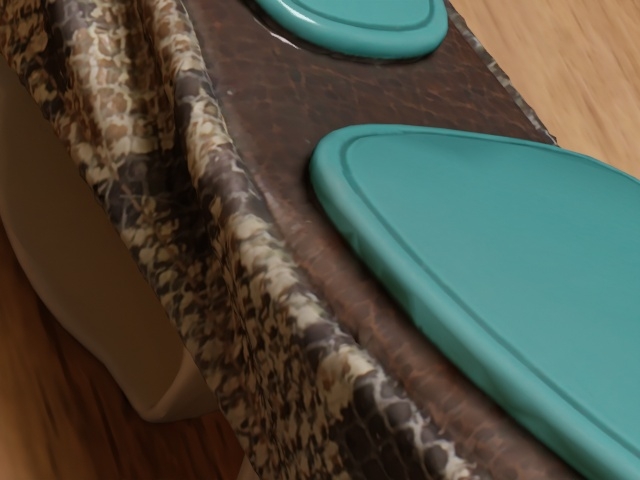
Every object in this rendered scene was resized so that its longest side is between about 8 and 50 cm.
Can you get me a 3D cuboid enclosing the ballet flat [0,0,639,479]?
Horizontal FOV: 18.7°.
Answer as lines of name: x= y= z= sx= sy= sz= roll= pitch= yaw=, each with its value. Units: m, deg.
ballet flat: x=0.000 y=0.000 z=0.549 sx=0.164 sy=0.182 sz=0.483 roll=1 pitch=40 yaw=-41
